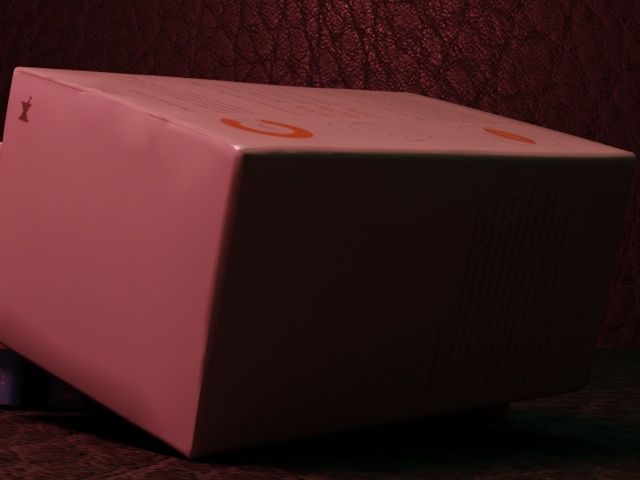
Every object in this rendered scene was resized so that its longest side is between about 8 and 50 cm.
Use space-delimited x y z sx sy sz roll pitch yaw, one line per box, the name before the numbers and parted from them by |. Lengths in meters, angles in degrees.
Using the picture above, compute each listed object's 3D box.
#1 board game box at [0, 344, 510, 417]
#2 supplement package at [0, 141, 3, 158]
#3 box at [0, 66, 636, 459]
board game box | -0.101 0.093 1.128 0.390 0.050 0.390 4 -2 -22
supplement package | -0.266 -0.008 1.209 0.139 0.134 0.244 5 -2 -21
box | 0.000 0.000 0.883 0.345 0.168 0.215 -2 17 -44
